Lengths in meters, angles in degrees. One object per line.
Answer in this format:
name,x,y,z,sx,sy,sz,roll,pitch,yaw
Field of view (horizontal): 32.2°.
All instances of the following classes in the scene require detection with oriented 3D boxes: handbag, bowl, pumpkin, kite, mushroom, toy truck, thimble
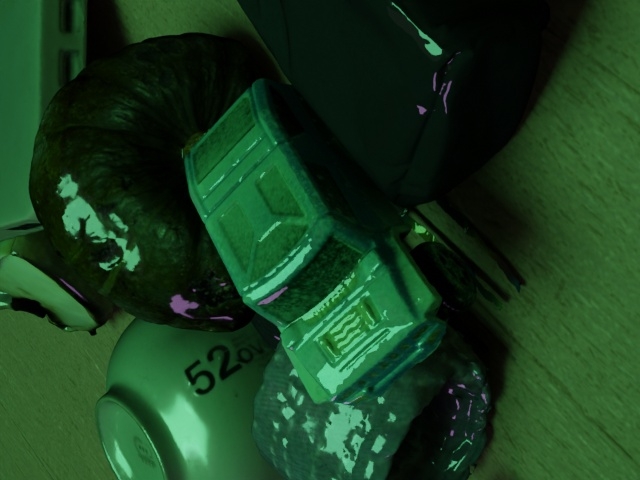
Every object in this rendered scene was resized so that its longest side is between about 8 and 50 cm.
handbag,0.056,-0.213,0.867,0.302,0.178,0.275,54,160,16
bowl,-0.172,0.242,1.452,0.354,0.185,0.354,31,134,39
pumpkin,-0.175,-0.067,1.135,0.242,0.232,0.325,-36,58,54
kite,0.086,-0.019,1.084,0.285,0.015,0.152,48,138,22
mushroom,-0.414,0.030,1.707,0.292,0.217,0.212,-29,43,43
toy truck,0.000,0.000,0.951,0.155,0.156,0.279,-43,57,23
thimble,0.057,0.170,1.096,0.172,0.205,0.236,33,120,32

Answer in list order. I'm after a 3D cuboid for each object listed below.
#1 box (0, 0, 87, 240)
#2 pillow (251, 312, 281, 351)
box,-0.407,-0.194,1.478,0.367,0.090,0.373,-8,80,54
pillow,-0.067,0.044,1.271,0.141,0.055,0.208,63,162,14
